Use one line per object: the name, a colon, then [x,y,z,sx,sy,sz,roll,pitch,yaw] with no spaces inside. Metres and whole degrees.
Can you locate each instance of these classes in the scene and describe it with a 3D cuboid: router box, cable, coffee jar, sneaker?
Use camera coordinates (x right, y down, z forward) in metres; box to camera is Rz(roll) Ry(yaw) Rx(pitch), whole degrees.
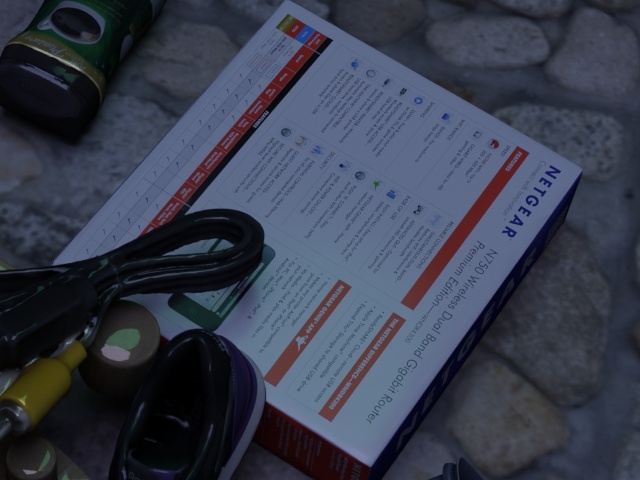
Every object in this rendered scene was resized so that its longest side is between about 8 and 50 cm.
router box: [0.000,0.000,1.467,0.301,0.082,0.335,32,61,13]
cable: [-0.175,0.049,1.314,0.139,0.072,0.287,31,43,33]
coffee jar: [-0.208,-0.177,1.557,0.096,0.079,0.184,26,59,2]
sneaker: [-0.126,0.197,1.273,0.107,0.124,0.283,13,79,11]

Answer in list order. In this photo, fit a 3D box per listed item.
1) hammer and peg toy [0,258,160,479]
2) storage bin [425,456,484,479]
hammer and peg toy: [-0.305,0.146,1.324,0.266,0.127,0.361,39,60,17]
storage bin: [0.083,0.242,1.330,0.091,0.098,0.135,-16,58,17]
